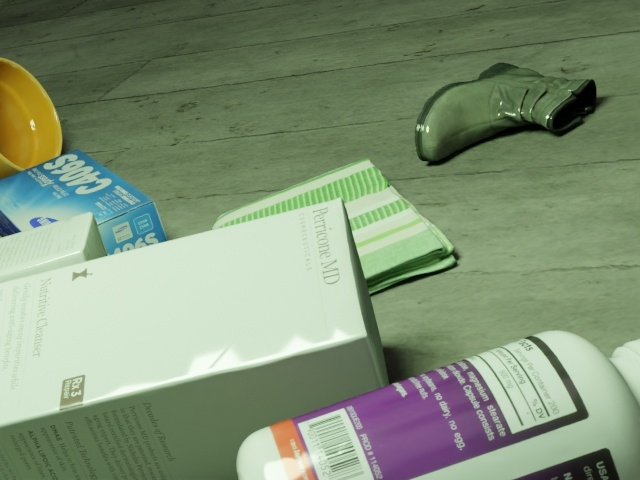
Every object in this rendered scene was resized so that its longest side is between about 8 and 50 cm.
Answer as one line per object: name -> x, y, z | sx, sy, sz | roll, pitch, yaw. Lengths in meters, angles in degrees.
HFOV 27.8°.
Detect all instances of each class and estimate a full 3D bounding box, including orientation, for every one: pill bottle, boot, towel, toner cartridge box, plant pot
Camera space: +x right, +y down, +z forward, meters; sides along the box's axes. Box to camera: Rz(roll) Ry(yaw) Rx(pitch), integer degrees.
pill bottle -> 0.113, 0.176, 0.915 | 0.323, 0.181, 0.181 | -18, 23, -6
boot -> 0.253, -0.173, 1.742 | 0.161, 0.083, 0.246 | 16, 40, 42
towel -> 0.000, 0.000, 1.567 | 0.248, 0.038, 0.325 | -21, 25, -7
toner cartridge box -> -0.353, -0.035, 1.816 | 0.165, 0.075, 0.348 | -26, 25, -19
plant pot -> -0.566, -0.172, 2.138 | 0.188, 0.205, 0.205 | -22, 18, 27

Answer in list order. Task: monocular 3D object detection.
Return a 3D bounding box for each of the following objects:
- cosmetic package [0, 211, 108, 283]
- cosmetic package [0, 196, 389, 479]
cosmetic package -> -0.321, 0.080, 1.435 | 0.183, 0.151, 0.151 | -16, 19, 0
cosmetic package -> -0.134, 0.118, 1.193 | 0.385, 0.156, 0.217 | -16, 37, 3
